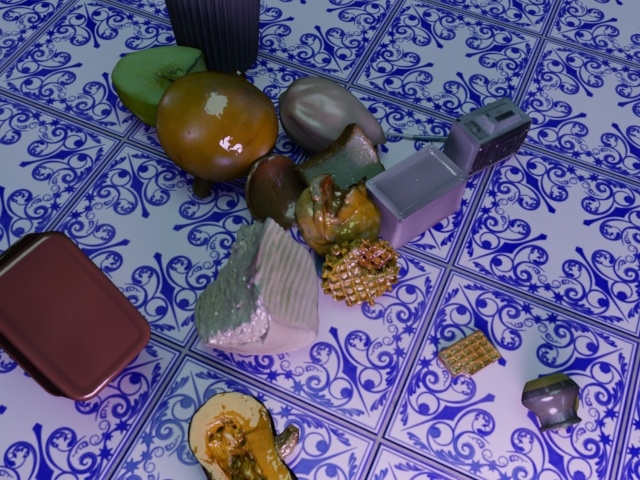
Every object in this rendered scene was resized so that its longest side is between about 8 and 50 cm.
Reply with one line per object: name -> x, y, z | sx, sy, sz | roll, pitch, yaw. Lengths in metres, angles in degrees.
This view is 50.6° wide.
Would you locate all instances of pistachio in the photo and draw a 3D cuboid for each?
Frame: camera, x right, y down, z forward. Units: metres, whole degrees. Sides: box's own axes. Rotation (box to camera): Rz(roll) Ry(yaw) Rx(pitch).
pistachio -> 0.031, -0.336, 1.920 | 0.332, 0.207, 0.226 | 26, 22, 1

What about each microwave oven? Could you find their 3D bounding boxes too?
microwave oven -> 0.474, -0.292, 1.922 | 0.208, 0.162, 0.122 | -27, 62, -23

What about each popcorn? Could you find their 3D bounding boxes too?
popcorn -> 0.037, -0.054, 1.708 | 0.190, 0.253, 0.191 | 5, 38, 46

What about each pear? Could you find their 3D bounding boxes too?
pear -> -0.486, -0.440, 1.983 | 0.293, 0.159, 0.292 | 1, 53, -2

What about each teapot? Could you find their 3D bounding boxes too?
teapot -> 0.535, 0.364, 1.530 | 0.166, 0.130, 0.119 | 0, 67, -40

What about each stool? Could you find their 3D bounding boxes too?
stool -> -0.318, -0.692, 2.049 | 0.297, 0.330, 0.297 | 1, 57, -1

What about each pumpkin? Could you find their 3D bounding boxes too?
pumpkin -> -0.137, 0.465, 1.416 | 0.222, 0.139, 0.317 | -23, 60, -13

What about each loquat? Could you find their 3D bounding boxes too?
loquat -> -0.282, -0.286, 1.816 | 0.329, 0.328, 0.359 | 21, 101, 11

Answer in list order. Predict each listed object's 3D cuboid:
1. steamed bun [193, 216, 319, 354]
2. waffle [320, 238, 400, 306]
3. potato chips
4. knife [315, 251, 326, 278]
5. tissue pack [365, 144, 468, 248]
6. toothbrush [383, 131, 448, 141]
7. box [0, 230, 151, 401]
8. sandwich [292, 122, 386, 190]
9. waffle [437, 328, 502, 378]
steamed bun -> -0.158, 0.131, 1.594 | 0.272, 0.273, 0.290 | -23, 44, 35
waffle -> 0.097, 0.077, 1.648 | 0.193, 0.197, 0.070 | 4, 36, -14
potato chips -> -0.121, -0.123, 1.797 | 0.062, 0.208, 0.195 | 9, 72, 52
knife -> 0.002, 0.000, 1.795 | 0.058, 0.032, 0.244 | -6, 53, -6
tissue pack -> 0.248, -0.121, 1.815 | 0.246, 0.136, 0.159 | -31, 63, -20
toothbrush -> 0.294, -0.304, 2.005 | 0.276, 0.019, 0.025 | 3, 62, 0
box -> -0.561, 0.160, 1.447 | 0.239, 0.229, 0.339 | -47, 109, -26
sandwich -> 0.055, -0.183, 1.808 | 0.215, 0.186, 0.065 | -37, 24, -9
waffle -> 0.357, 0.278, 1.626 | 0.135, 0.021, 0.092 | -27, 62, -18
